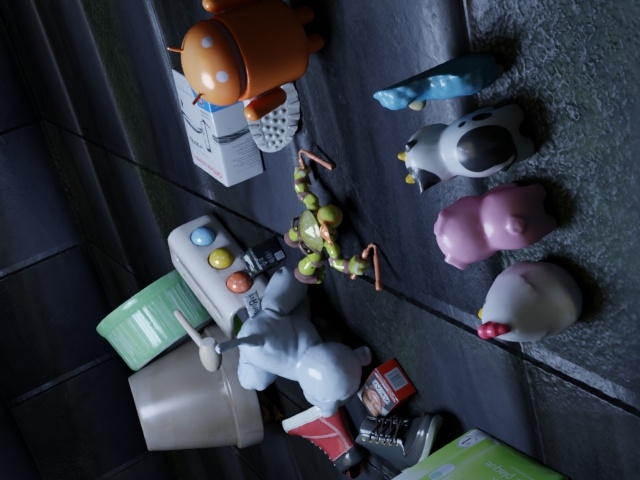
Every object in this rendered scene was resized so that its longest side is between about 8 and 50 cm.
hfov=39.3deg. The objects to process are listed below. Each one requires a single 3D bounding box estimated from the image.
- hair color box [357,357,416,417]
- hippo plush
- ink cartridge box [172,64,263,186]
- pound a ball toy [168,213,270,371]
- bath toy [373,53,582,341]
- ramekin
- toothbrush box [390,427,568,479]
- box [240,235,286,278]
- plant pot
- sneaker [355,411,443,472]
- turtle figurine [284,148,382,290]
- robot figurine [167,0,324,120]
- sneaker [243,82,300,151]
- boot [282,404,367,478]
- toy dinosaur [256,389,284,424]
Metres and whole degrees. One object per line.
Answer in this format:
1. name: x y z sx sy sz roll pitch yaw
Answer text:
1. hair color box: 0.115 0.269 1.587 0.072 0.043 0.141 55 156 18
2. hippo plush: -0.018 0.190 1.655 0.236 0.234 0.294 24 160 12
3. ink cartridge box: -0.191 -0.222 1.676 0.148 0.086 0.203 35 143 48
4. pound a ball toy: -0.234 0.100 1.936 0.319 0.208 0.136 48 152 34
5. bath toy: 0.183 -0.033 1.041 0.151 0.129 0.348 -6 109 65
6. ramekin: -0.403 0.200 2.288 0.148 0.303 0.303 55 156 3
7. toothbrush box: 0.191 0.413 1.276 0.206 0.283 0.122 20 131 59
8. box: -0.116 0.035 1.806 0.052 0.062 0.083 61 156 4
9. plant pot: -0.320 0.394 2.244 0.323 0.280 0.323 163 90 -76
10. sneaker: 0.128 0.332 1.520 0.118 0.083 0.222 26 150 5
11. turtle figurine: 0.000 0.000 1.500 0.269 0.087 0.217 58 156 13
12. robot figurine: -0.103 -0.267 1.280 0.128 0.219 0.158 47 151 35
13. sneaker: -0.095 -0.260 1.465 0.095 0.090 0.235 -130 28 -58
14. boot: 0.010 0.438 1.928 0.176 0.088 0.244 60 153 5
15. toy dinosaur: -0.147 0.401 2.238 0.112 0.064 0.211 46 150 38
